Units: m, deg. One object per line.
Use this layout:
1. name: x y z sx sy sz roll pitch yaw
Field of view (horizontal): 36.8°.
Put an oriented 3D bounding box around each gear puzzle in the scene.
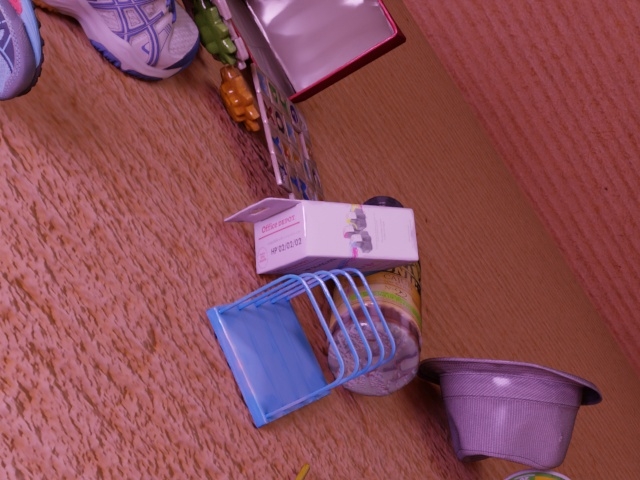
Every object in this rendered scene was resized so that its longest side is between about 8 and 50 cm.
1. gear puzzle: -0.152 -0.273 1.105 0.175 0.044 0.339 35 -28 60

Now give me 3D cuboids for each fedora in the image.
1. fedora: 0.249 0.240 1.289 0.275 0.244 0.124 33 61 -62

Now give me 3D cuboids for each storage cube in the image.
1. storage cube: -0.009 -0.314 1.343 0.183 0.215 0.193 60 13 -4

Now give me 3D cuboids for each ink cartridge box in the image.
1. ink cartridge box: 0.000 0.000 1.024 0.181 0.104 0.061 3 76 -32

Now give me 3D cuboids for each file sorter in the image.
1. file sorter: -0.010 0.095 0.945 0.118 0.104 0.170 66 19 8

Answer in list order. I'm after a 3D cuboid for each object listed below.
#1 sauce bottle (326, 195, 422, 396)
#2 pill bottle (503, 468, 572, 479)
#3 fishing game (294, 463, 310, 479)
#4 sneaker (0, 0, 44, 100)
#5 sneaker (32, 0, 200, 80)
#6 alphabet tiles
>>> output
1. sauce bottle: 0.071 0.049 1.202 0.111 0.111 0.344 53 20 -23
2. pill bottle: 0.271 0.400 1.191 0.136 0.136 0.245 59 19 -7
3. fishing game: 0.040 0.330 0.857 0.264 0.041 0.189 62 22 -1
4. sneaker: -0.302 -0.177 0.628 0.262 0.104 0.125 47 41 -26
5. sneaker: -0.184 -0.254 0.934 0.296 0.131 0.112 25 39 -62
6. alphabet tiles: -0.027 -0.081 1.202 0.198 0.009 0.237 35 39 -69
